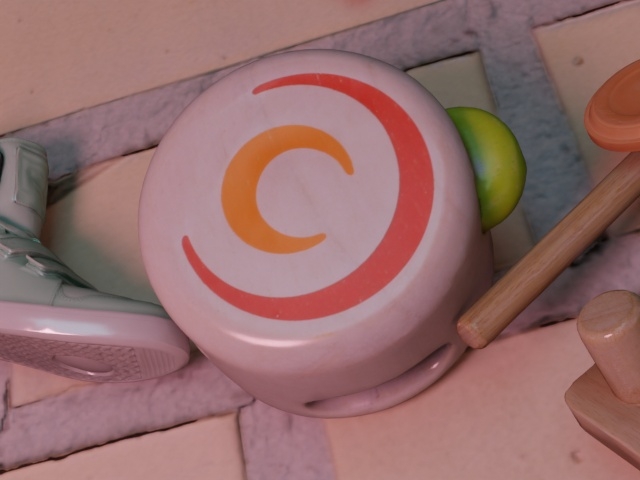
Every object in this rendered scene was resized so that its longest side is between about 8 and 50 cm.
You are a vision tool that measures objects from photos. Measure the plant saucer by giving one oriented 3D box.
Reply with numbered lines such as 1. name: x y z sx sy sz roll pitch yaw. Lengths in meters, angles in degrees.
1. plant saucer: 0.190 -0.083 0.818 0.083 0.013 0.083 -25 32 17

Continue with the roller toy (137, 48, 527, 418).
1. roller toy: 0.000 0.000 0.829 0.209 0.146 0.191 21 75 19

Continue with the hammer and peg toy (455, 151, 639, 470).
1. hammer and peg toy: 0.252 0.039 0.727 0.266 0.127 0.361 -40 31 -10

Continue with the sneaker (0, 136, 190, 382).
1. sneaker: -0.184 0.001 0.912 0.256 0.094 0.151 8 68 24
